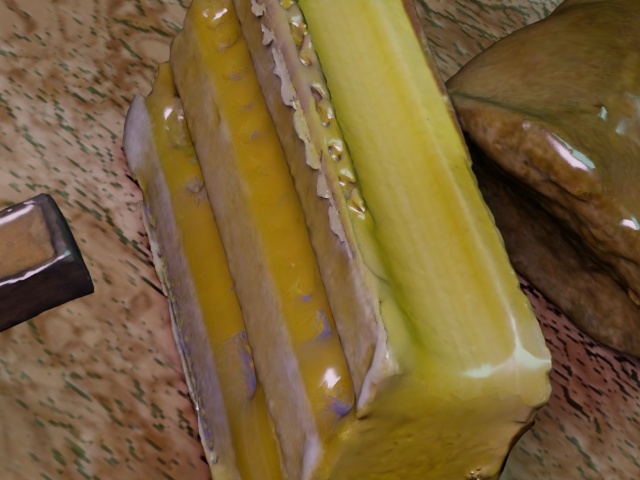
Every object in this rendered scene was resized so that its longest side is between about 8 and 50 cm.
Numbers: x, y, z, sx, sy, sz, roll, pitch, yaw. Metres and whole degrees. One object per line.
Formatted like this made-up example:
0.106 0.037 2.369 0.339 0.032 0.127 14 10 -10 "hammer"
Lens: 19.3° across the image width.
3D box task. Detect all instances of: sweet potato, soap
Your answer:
0.180 -0.062 0.867 0.158 0.158 0.370 42 41 13 "sweet potato"
-0.002 0.000 0.692 0.076 0.135 0.233 5 45 -29 "soap"

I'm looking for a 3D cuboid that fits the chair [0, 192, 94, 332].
-0.253 0.109 0.398 0.203 0.416 0.240 63 4 32 "chair"
